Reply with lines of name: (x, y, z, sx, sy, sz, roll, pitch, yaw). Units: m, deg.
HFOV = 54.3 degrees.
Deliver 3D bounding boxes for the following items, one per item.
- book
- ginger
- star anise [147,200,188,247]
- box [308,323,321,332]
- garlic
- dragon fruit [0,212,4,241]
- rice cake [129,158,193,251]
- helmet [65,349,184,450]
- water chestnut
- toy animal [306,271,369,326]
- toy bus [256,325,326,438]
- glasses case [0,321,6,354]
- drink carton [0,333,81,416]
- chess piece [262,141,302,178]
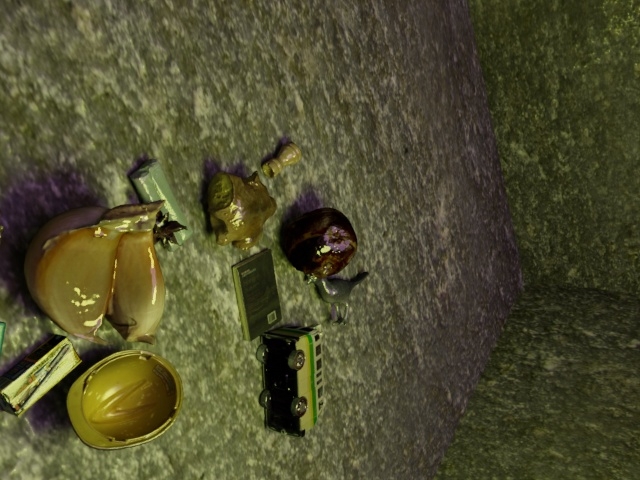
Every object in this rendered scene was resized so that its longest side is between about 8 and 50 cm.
book: (-0.178, 0.156, 1.806, 0.160, 0.024, 0.228, -29, 117, -50)
ginger: (-0.192, -0.081, 1.676, 0.270, 0.123, 0.218, 3, 89, -54)
star anise: (-0.379, -0.020, 1.452, 0.124, 0.129, 0.056, 36, 35, -10)
box: (-0.030, 0.307, 2.026, 0.083, 0.024, 0.053, -17, 106, -52)
garlic: (-0.438, 0.063, 1.290, 0.286, 0.250, 0.312, -48, 152, -61)
dragon fruit: (-0.643, -0.039, 0.966, 0.269, 0.251, 0.290, 53, 29, -51)
rice cake: (-0.379, -0.082, 1.491, 0.080, 0.042, 0.221, -45, 129, -36)
helmet: (-0.441, 0.362, 1.374, 0.257, 0.140, 0.205, -18, 76, -41)
water chestnut: (0.000, 0.000, 1.895, 0.223, 0.224, 0.238, 56, 8, -41)
toy animal: (0.064, 0.185, 2.082, 0.367, 0.081, 0.205, 12, 69, -52)
toy bus: (-0.077, 0.413, 1.874, 0.179, 0.143, 0.305, -15, 104, -55)
glasses case: (-0.663, 0.293, 1.130, 0.117, 0.070, 0.300, 17, 78, -59)
drink carton: (-0.570, 0.268, 1.258, 0.165, 0.056, 0.071, -47, 132, -41)
chess piece: (-0.116, -0.232, 1.820, 0.122, 0.066, 0.066, -42, 126, -36)
